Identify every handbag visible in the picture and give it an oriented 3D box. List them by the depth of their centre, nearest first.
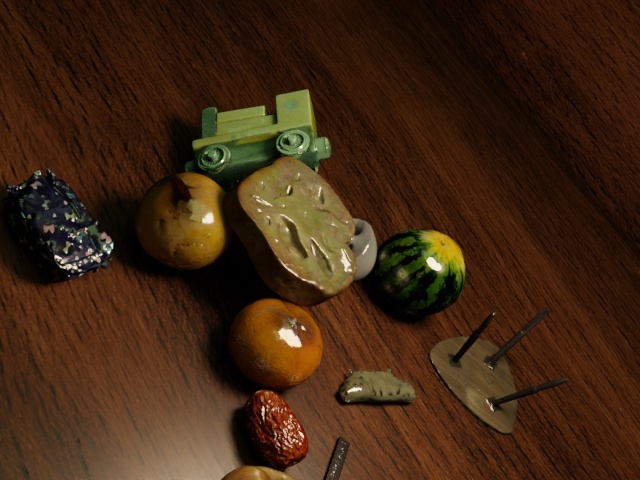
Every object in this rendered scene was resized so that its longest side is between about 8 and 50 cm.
[{"bbox_3d":[-0.569,-0.027,1.687,0.260,0.113,0.162,49,44,9],"label":"handbag"}]

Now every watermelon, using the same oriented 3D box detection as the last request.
[{"bbox_3d":[0.281,0.087,2.189,0.269,0.269,0.269,23,40,-21],"label":"watermelon"}]

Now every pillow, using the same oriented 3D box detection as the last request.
[{"bbox_3d":[0.140,0.361,1.950,0.241,0.051,0.093,6,48,-33],"label":"pillow"}]

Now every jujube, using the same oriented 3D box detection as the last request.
[{"bbox_3d":[-0.100,0.404,1.665,0.176,0.109,0.112,53,2,29],"label":"jujube"}]

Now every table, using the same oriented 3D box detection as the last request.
[{"bbox_3d":[0.520,0.310,2.162,0.317,0.249,0.317,23,41,-21],"label":"table"}]

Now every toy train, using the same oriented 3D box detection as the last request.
[{"bbox_3d":[-0.171,-0.258,2.093,0.396,0.160,0.253,-10,55,6],"label":"toy train"}]

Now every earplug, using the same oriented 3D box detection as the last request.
[{"bbox_3d":[0.004,-0.006,2.123,0.325,0.175,0.214,27,58,-5],"label":"earplug"}]

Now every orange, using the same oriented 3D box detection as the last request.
[{"bbox_3d":[-0.097,0.230,1.782,0.224,0.170,0.224,23,42,-23],"label":"orange"}]

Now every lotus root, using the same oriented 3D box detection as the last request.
[{"bbox_3d":[-0.070,-0.034,1.867,0.374,0.111,0.391,20,47,-36],"label":"lotus root"}]

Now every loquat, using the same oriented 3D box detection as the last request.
[{"bbox_3d":[-0.314,-0.043,1.823,0.235,0.235,0.235,23,40,-21],"label":"loquat"}]

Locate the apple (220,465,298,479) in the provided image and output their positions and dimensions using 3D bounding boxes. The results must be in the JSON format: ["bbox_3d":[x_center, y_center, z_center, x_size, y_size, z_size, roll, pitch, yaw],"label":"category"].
[{"bbox_3d":[-0.098,0.532,1.422,0.260,0.194,0.261,21,-1,0],"label":"apple"}]

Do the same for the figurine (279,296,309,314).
[{"bbox_3d":[-0.059,0.156,1.969,0.086,0.094,0.082,15,78,10],"label":"figurine"}]

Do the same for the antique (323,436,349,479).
[{"bbox_3d":[0.029,0.516,1.728,0.031,0.015,0.192,35,38,-7],"label":"antique"}]

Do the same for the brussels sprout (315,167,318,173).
[{"bbox_3d":[-0.112,-0.215,2.237,0.223,0.161,0.223,5,49,-6],"label":"brussels sprout"}]
